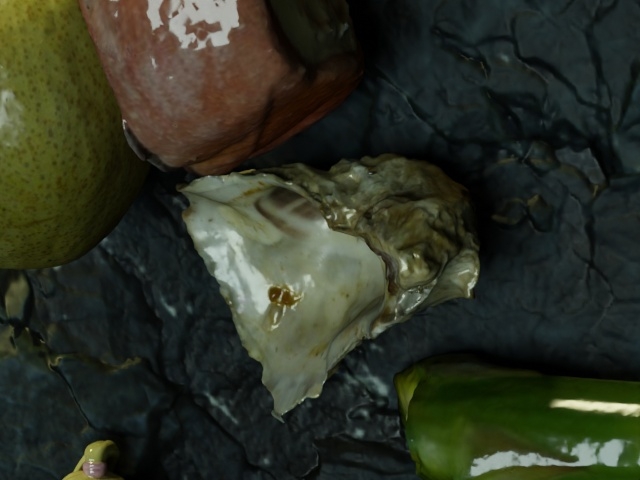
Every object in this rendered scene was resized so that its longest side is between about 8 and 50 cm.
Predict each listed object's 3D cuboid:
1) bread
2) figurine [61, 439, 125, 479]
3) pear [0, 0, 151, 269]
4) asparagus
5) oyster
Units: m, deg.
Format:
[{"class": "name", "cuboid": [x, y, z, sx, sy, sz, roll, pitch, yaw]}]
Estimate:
[{"class": "bread", "cuboid": [-0.068, -0.163, 0.862, 0.123, 0.190, 0.244, -21, 94, 21]}, {"class": "figurine", "cuboid": [-0.175, 0.229, 1.152, 0.083, 0.083, 0.187, 27, 133, 19]}, {"class": "pear", "cuboid": [-0.194, -0.080, 0.948, 0.228, 0.188, 0.211, -125, 20, -51]}, {"class": "asparagus", "cuboid": [0.181, 0.114, 0.884, 0.343, 0.085, 0.082, 3, 86, 32]}, {"class": "oyster", "cuboid": [0.011, 0.011, 0.943, 0.233, 0.107, 0.161, -14, 107, 52]}]
